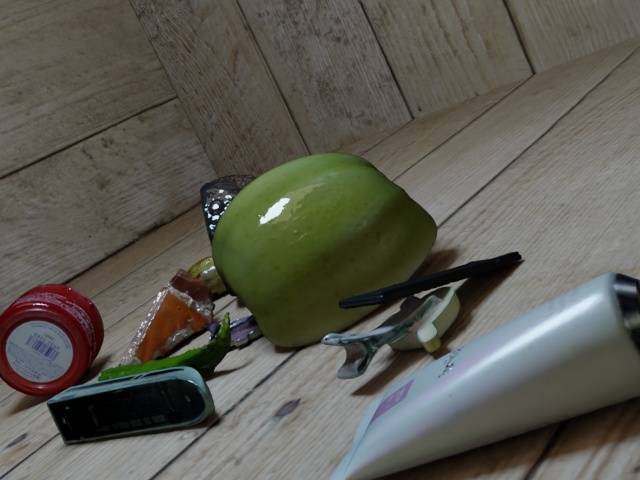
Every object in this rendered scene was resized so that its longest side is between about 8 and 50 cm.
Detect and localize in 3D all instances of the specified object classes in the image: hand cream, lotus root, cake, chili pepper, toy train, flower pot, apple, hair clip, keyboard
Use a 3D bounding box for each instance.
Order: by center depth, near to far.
[{"bbox_3d":[0.172,0.147,0.983,0.359,0.118,0.185,-27,12,27],"label":"hand cream"},{"bbox_3d":[0.113,0.120,1.310,0.219,0.071,0.159,-27,11,-33],"label":"hair clip"},{"bbox_3d":[0.169,0.057,1.409,0.310,0.018,0.101,-13,-1,-41],"label":"keyboard"},{"bbox_3d":[-0.290,0.260,1.560,0.407,0.086,0.088,-16,9,41],"label":"toy train"},{"bbox_3d":[0.000,0.000,1.699,0.360,0.320,0.311,-35,-8,-8],"label":"apple"},{"bbox_3d":[-0.275,0.223,1.722,0.359,0.076,0.084,-24,29,34],"label":"chili pepper"},{"bbox_3d":[-0.143,0.161,1.801,0.187,0.056,0.146,-32,10,18],"label":"hair clip"},{"bbox_3d":[-0.320,0.194,1.967,0.098,0.135,0.287,-1,46,55],"label":"cake"},{"bbox_3d":[-0.593,0.216,2.094,0.230,0.230,0.149,-25,12,4],"label":"hand cream"},{"bbox_3d":[-0.101,-0.034,2.095,0.267,0.266,0.266,-16,11,-1],"label":"flower pot"},{"bbox_3d":[-0.220,0.071,2.266,0.259,0.097,0.110,-23,8,-6],"label":"lotus root"}]
